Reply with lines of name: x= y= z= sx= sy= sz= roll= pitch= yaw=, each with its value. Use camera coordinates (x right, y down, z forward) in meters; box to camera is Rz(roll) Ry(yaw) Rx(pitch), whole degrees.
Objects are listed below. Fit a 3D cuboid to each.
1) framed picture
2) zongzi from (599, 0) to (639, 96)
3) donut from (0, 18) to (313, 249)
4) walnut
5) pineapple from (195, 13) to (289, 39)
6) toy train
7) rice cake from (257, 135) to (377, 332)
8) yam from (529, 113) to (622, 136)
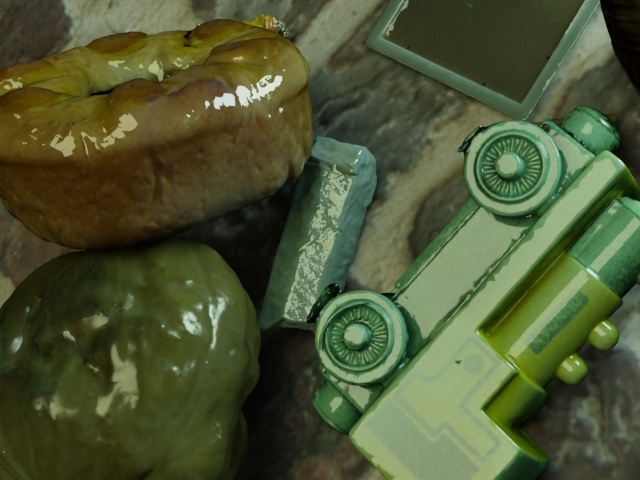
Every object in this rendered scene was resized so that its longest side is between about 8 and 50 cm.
framed picture: x=0.193 y=-0.270 z=1.280 sx=0.216 sy=0.016 sz=0.273 roll=33 pitch=90 yaw=34
zongzi: x=0.297 y=-0.154 z=1.081 sx=0.084 sy=0.184 sz=0.187 roll=-33 pitch=60 yaw=17
donut: x=-0.162 y=-0.107 z=1.211 sx=0.317 sy=0.299 sz=0.150 roll=-8 pitch=110 yaw=2
walnut: x=-0.192 y=0.138 z=1.208 sx=0.253 sy=0.282 sz=0.277 roll=7 pitch=63 yaw=-14
pineapple: x=-0.097 y=-0.198 z=1.395 sx=0.137 sy=0.069 sz=0.116 roll=-39 pitch=53 yaw=2
toy train: x=0.161 y=0.059 z=1.116 sx=0.237 sy=0.150 sz=0.369 roll=44 pitch=97 yaw=24
rice cake: x=0.000 y=-0.001 z=1.266 sx=0.069 sy=0.063 sz=0.206 roll=10 pitch=79 yaw=25
yam: x=0.209 y=-0.097 z=1.202 sx=0.145 sy=0.032 sz=0.032 roll=-7 pitch=70 yaw=28
